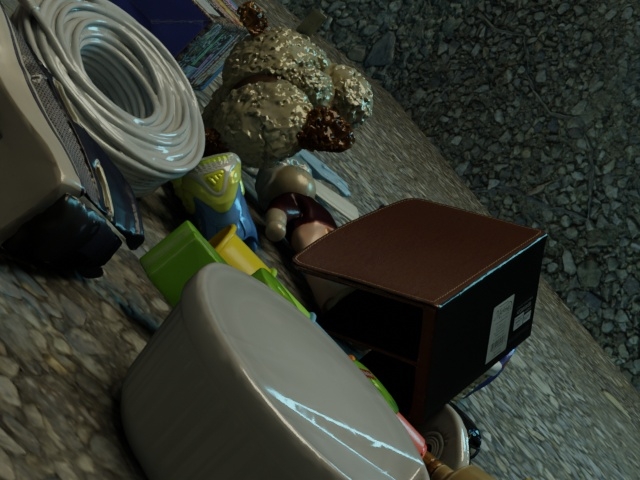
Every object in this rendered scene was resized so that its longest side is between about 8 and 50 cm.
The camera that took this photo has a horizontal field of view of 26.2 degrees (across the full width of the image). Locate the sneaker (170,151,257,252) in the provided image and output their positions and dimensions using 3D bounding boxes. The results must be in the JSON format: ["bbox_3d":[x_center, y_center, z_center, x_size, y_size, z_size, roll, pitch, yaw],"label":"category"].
[{"bbox_3d":[-0.128,-0.038,1.660,0.240,0.091,0.126,-126,-158,-84],"label":"sneaker"}]

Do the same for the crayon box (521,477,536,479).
[{"bbox_3d":[0.359,0.453,1.574,0.363,0.106,0.313,53,12,29],"label":"crayon box"}]

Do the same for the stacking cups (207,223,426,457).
[{"bbox_3d":[-0.011,0.121,1.438,0.316,0.096,0.096,43,12,-10],"label":"stacking cups"}]

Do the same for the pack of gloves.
[{"bbox_3d":[-0.044,-0.110,2.280,0.232,0.046,0.195,34,18,-15],"label":"pack of gloves"}]

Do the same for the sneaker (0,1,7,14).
[{"bbox_3d":[-0.427,-0.288,1.374,0.276,0.097,0.135,35,18,-37],"label":"sneaker"}]

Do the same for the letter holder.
[{"bbox_3d":[0.111,0.071,1.694,0.214,0.152,0.302,18,25,28],"label":"letter holder"}]

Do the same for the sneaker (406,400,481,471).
[{"bbox_3d":[0.160,0.244,1.655,0.121,0.079,0.217,40,13,-29],"label":"sneaker"}]

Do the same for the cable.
[{"bbox_3d":[-0.243,-0.165,1.526,0.257,0.089,0.257,13,47,-55],"label":"cable"}]

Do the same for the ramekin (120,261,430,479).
[{"bbox_3d":[-0.044,0.157,1.127,0.273,0.127,0.273,43,11,-11],"label":"ramekin"}]

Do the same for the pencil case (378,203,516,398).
[{"bbox_3d":[0.155,0.092,2.053,0.306,0.119,0.133,47,1,7],"label":"pencil case"}]

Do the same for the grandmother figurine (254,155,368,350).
[{"bbox_3d":[0.000,0.000,1.886,0.208,0.104,0.342,43,12,-46],"label":"grandmother figurine"}]

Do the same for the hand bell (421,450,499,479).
[{"bbox_3d":[0.120,0.247,1.512,0.242,0.126,0.126,39,6,35],"label":"hand bell"}]

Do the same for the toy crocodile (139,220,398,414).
[{"bbox_3d":[-0.037,0.122,1.311,0.340,0.115,0.105,45,6,-11],"label":"toy crocodile"}]

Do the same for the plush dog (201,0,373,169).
[{"bbox_3d":[-0.069,-0.189,1.897,0.225,0.262,0.211,-90,165,-48],"label":"plush dog"}]

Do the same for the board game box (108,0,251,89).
[{"bbox_3d":[-0.250,-0.362,2.129,0.232,0.141,0.291,46,12,4],"label":"board game box"}]

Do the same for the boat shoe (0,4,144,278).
[{"bbox_3d":[-0.282,-0.106,1.261,0.340,0.127,0.158,61,11,28],"label":"boat shoe"}]

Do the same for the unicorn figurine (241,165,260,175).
[{"bbox_3d":[-0.074,-0.136,2.101,0.111,0.162,0.060,8,35,-25],"label":"unicorn figurine"}]

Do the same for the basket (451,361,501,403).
[{"bbox_3d":[0.150,0.144,1.900,0.167,0.103,0.113,51,13,21],"label":"basket"}]
